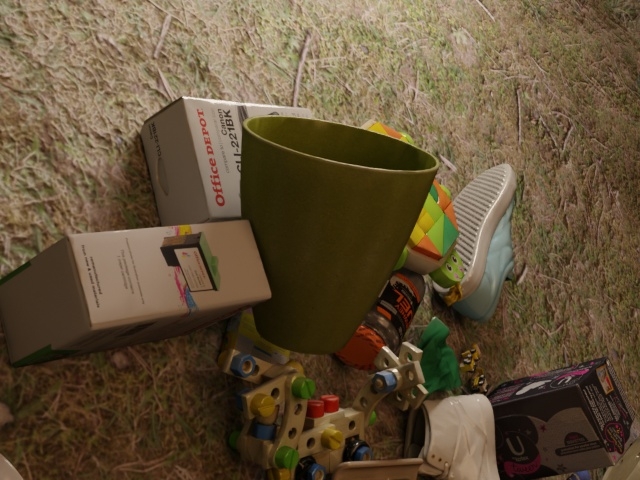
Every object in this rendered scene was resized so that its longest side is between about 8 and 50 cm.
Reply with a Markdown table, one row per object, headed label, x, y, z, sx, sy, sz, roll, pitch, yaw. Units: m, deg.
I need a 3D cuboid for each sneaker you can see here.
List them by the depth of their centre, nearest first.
| label | x | y | z | sx | sy | sz | roll | pitch | yaw |
| --- | --- | --- | --- | --- | --- | --- | --- | --- | --- |
| sneaker | 0.219 | 0.413 | 1.508 | 0.169 | 0.108 | 0.292 | 3 | 72 | -29 |
| sneaker | 0.334 | 0.009 | 1.792 | 0.150 | 0.135 | 0.366 | 48 | 53 | -28 |

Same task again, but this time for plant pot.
| label | x | y | z | sx | sy | sz | roll | pitch | yaw |
| --- | --- | --- | --- | --- | --- | --- | --- | --- | --- |
| plant pot | 0.000 | 0.000 | 1.248 | 0.275 | 0.275 | 0.293 | -8 | 117 | -46 |

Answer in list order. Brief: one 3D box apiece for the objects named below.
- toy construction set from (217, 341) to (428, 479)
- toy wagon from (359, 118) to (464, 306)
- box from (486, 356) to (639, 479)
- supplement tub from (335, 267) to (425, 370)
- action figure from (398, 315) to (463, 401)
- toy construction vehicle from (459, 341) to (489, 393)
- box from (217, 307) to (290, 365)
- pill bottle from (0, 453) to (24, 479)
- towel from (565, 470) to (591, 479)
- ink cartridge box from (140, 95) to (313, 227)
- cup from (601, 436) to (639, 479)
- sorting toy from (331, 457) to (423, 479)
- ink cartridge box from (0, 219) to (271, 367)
| label | x | y | z | sx | sy | sz | roll | pitch | yaw |
| --- | --- | --- | --- | --- | --- | --- | --- | --- | --- |
| toy construction set | 0.003 | 0.246 | 1.297 | 0.328 | 0.151 | 0.215 | -3 | 96 | -31 |
| toy wagon | 0.156 | -0.045 | 1.518 | 0.344 | 0.068 | 0.267 | 53 | 35 | -5 |
| box | 0.430 | 0.337 | 1.628 | 0.142 | 0.247 | 0.163 | -23 | 88 | -46 |
| supplement tub | 0.097 | 0.123 | 1.496 | 0.117 | 0.117 | 0.190 | 49 | 44 | -16 |
| action figure | 0.180 | 0.226 | 1.536 | 0.137 | 0.063 | 0.232 | 64 | 26 | 3 |
| toy construction vehicle | 0.287 | 0.244 | 1.671 | 0.086 | 0.035 | 0.098 | 64 | 22 | -15 |
| box | -0.090 | 0.125 | 1.365 | 0.105 | 0.043 | 0.179 | 34 | 53 | -29 |
| pill bottle | -0.430 | 0.330 | 0.824 | 0.323 | 0.181 | 0.181 | -35 | 97 | -47 |
| towel | 0.438 | 0.591 | 1.617 | 0.336 | 0.040 | 0.243 | -20 | 103 | -50 |
| ink cartridge box | -0.124 | -0.108 | 1.388 | 0.273 | 0.114 | 0.197 | -3 | 75 | -45 |
| cup | 0.716 | 0.537 | 1.811 | 0.237 | 0.331 | 0.331 | 36 | 43 | 8 |
| sorting toy | 0.074 | 0.426 | 1.310 | 0.193 | 0.038 | 0.208 | 12 | 93 | -45 |
| ink cartridge box | -0.235 | 0.064 | 1.129 | 0.278 | 0.201 | 0.117 | -7 | 76 | -46 |
